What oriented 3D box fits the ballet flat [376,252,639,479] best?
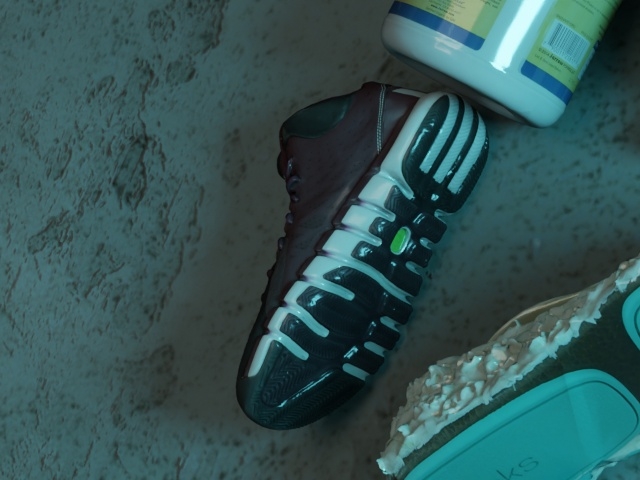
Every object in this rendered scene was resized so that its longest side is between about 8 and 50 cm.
[{"bbox_3d":[0.202,0.056,1.086,0.409,0.147,0.147,-29,56,28],"label":"ballet flat"}]

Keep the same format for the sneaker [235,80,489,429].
[{"bbox_3d":[0.000,0.000,1.302,0.162,0.106,0.281,28,82,48],"label":"sneaker"}]

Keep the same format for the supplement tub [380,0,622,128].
[{"bbox_3d":[0.146,-0.195,1.212,0.144,0.144,0.199,31,94,43],"label":"supplement tub"}]
